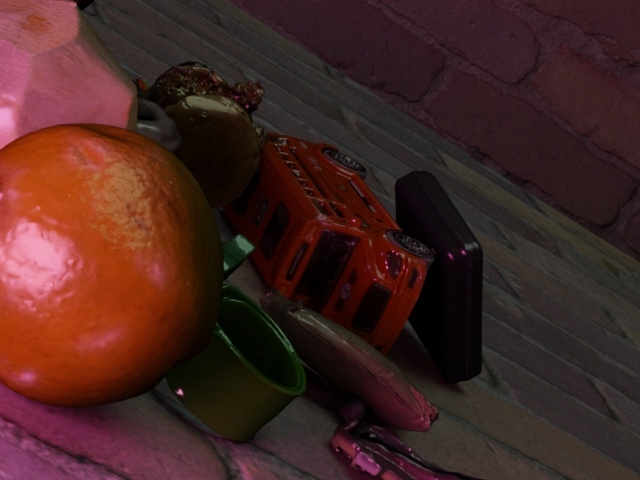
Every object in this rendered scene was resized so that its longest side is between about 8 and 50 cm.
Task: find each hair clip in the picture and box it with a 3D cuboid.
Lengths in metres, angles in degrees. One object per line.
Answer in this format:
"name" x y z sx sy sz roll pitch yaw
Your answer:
"hair clip" 0.089 0.215 1.573 0.187 0.056 0.146 25 8 5

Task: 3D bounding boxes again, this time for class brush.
"brush" -0.029 0.123 1.676 0.083 0.008 0.024 33 12 -12

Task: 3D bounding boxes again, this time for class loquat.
"loquat" -0.188 0.010 1.231 0.246 0.213 0.213 36 9 -42

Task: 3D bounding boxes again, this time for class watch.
"watch" -0.077 0.086 1.450 0.152 0.131 0.165 47 13 4

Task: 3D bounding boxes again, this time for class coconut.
"coconut" -0.265 -0.099 1.389 0.237 0.197 0.237 3 19 -1

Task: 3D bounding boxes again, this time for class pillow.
"pillow" 0.030 0.123 1.665 0.208 0.053 0.119 40 -13 -13

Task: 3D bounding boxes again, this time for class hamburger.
"hamburger" -0.135 -0.119 1.918 0.159 0.185 0.131 47 4 -24

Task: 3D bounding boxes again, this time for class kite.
"kite" -0.222 -0.188 2.300 0.241 0.014 0.183 29 12 -28

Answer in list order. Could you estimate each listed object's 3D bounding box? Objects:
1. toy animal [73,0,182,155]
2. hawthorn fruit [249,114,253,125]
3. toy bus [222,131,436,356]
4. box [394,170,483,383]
"toy animal" -0.311 -0.191 1.707 0.303 0.194 0.344 16 25 -41
"hawthorn fruit" -0.142 -0.128 2.069 0.128 0.128 0.128 33 13 -9
"toy bus" 0.000 0.000 1.920 0.153 0.143 0.329 17 21 -28
"box" 0.139 0.046 1.960 0.230 0.050 0.160 85 -19 -46
